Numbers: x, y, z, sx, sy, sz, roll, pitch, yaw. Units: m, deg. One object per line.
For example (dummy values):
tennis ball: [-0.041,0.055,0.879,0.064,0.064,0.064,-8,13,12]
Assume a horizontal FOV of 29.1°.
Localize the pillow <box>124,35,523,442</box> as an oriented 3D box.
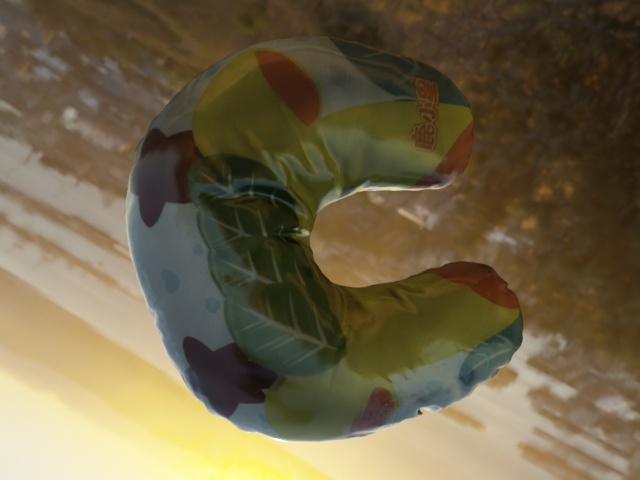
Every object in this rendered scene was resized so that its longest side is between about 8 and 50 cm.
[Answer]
pillow: [0.000,0.000,0.706,0.214,0.234,0.086,-14,-177,-10]
